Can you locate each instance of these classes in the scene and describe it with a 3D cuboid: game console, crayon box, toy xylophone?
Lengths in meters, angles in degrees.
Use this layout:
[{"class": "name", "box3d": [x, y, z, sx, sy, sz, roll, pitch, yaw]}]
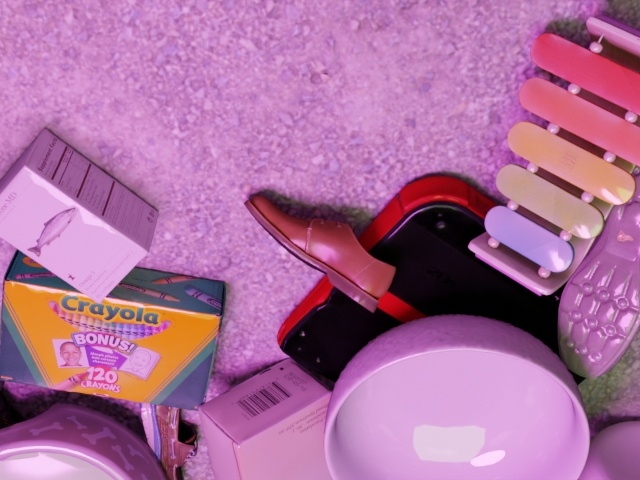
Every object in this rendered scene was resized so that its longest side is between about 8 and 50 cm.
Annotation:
[{"class": "game console", "box3d": [0.186, 0.117, 1.415, 0.386, 0.060, 0.342, 32, 120, -18]}, {"class": "crayon box", "box3d": [-0.276, 0.119, 1.384, 0.278, 0.081, 0.165, 10, 121, -7]}, {"class": "toy xylophone", "box3d": [0.320, -0.084, 1.198, 0.236, 0.081, 0.323, 24, 104, 25]}]

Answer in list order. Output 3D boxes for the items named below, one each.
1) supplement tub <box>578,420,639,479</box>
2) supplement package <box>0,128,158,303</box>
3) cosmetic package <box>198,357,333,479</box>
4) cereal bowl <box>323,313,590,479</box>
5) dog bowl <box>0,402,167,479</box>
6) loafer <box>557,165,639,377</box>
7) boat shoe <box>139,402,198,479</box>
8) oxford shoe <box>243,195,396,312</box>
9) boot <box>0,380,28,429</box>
[{"class": "supplement tub", "box3d": [0.460, 0.456, 1.510, 0.241, 0.241, 0.331, 4, 121, -4]}, {"class": "supplement package", "box3d": [-0.304, -0.029, 1.279, 0.179, 0.105, 0.105, 37, 115, -21]}, {"class": "cosmetic package", "box3d": [-0.055, 0.340, 1.470, 0.160, 0.113, 0.309, -27, 125, -26]}, {"class": "cereal bowl", "box3d": [0.172, 0.225, 1.366, 0.339, 0.141, 0.339, 1, 125, 2]}, {"class": "dog bowl", "box3d": [-0.374, 0.399, 1.415, 0.349, 0.102, 0.349, -1, 99, -8]}, {"class": "loafer", "box3d": [0.383, 0.020, 1.292, 0.112, 0.111, 0.319, 29, 110, 31]}, {"class": "boat shoe", "box3d": [-0.210, 0.291, 1.500, 0.066, 0.066, 0.183, -7, 121, 2]}, {"class": "oxford shoe", "box3d": [0.000, 0.000, 1.310, 0.212, 0.076, 0.076, 35, 89, 5]}, {"class": "boot", "box3d": [-0.433, 0.246, 1.473, 0.137, 0.077, 0.198, 19, 133, -17]}]
